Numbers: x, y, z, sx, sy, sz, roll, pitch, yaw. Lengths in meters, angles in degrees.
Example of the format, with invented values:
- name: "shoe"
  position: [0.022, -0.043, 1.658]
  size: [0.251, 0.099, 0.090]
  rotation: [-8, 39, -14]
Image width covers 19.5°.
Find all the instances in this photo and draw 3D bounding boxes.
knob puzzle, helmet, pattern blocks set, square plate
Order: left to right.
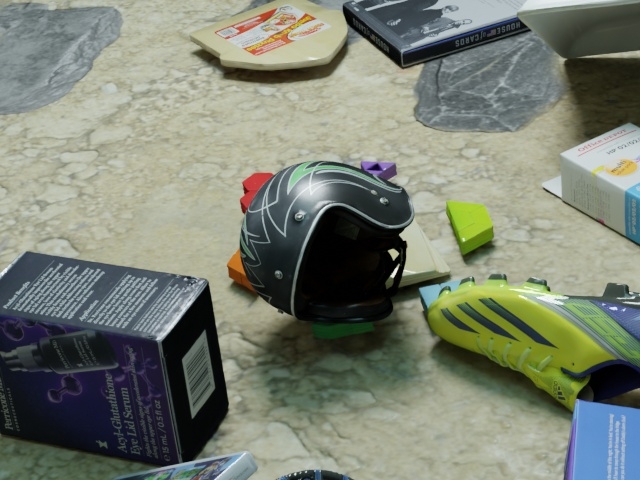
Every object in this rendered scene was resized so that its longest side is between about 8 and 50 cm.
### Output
- name: "knob puzzle"
  position: [-0.048, -0.257, 2.428]
  size: [0.213, 0.030, 0.213]
  rotation: [-5, 31, 3]
- name: "helmet"
  position: [0.000, 0.000, 1.831]
  size: [0.161, 0.169, 0.169]
  rotation: [5, 30, -11]
- name: "pattern blocks set"
  position: [0.043, 0.006, 1.990]
  size: [0.285, 0.026, 0.325]
  rotation: [-6, 32, 2]
- name: "square plate"
  position: [0.421, -0.274, 2.136]
  size: [0.344, 0.049, 0.347]
  rotation: [-7, -4, 16]

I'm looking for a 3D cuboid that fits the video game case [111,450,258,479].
- name: "video game case"
  position: [-0.172, 0.245, 1.561]
  size: [0.201, 0.023, 0.183]
  rotation: [-18, 15, 48]

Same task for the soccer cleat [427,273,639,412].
- name: "soccer cleat"
  position: [0.216, 0.100, 1.747]
  size: [0.289, 0.121, 0.093]
  rotation: [2, -11, 38]

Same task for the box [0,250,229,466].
- name: "box"
  position: [-0.206, 0.111, 1.750]
  size: [0.207, 0.153, 0.108]
  rotation: [7, 35, 23]

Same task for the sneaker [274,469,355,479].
- name: "sneaker"
  position: [-0.047, 0.255, 1.541]
  size: [0.211, 0.081, 0.080]
  rotation: [-19, 64, -29]

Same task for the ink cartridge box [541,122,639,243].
- name: "ink cartridge box"
  position: [0.333, -0.068, 2.020]
  size: [0.104, 0.061, 0.181]
  rotation: [-24, 35, -26]

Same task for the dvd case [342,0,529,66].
- name: "dvd case"
  position: [0.173, -0.304, 2.464]
  size: [0.238, 0.029, 0.179]
  rotation: [-18, 33, -18]

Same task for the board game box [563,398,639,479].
- name: "board game box"
  position: [0.298, 0.260, 1.419]
  size: [0.233, 0.078, 0.347]
  rotation: [8, 28, 6]
